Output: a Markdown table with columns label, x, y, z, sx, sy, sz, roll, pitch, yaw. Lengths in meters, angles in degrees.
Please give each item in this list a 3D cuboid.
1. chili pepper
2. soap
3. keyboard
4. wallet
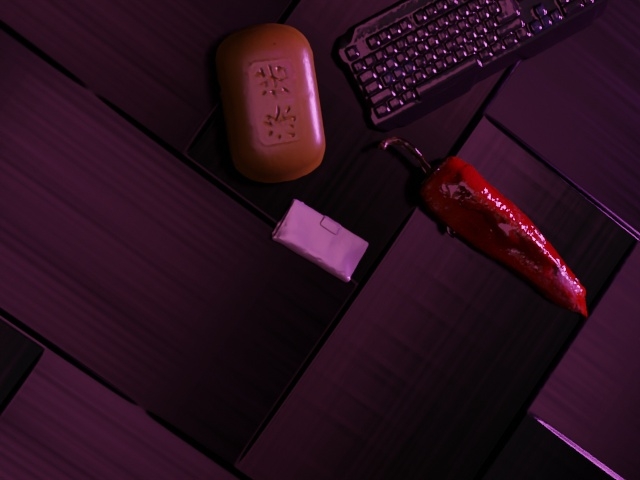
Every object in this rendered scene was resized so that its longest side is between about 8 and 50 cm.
| label | x | y | z | sx | sy | sz | roll | pitch | yaw |
| --- | --- | --- | --- | --- | --- | --- | --- | --- | --- |
| chili pepper | 0.160 | -0.012 | 1.246 | 0.268 | 0.050 | 0.059 | 41 | 66 | -13 |
| soap | -0.043 | -0.121 | 1.194 | 0.089 | 0.045 | 0.140 | -10 | 94 | -17 |
| keyboard | 0.143 | -0.200 | 1.251 | 0.262 | 0.016 | 0.106 | -29 | 98 | -11 |
| wallet | 0.000 | 0.000 | 1.225 | 0.083 | 0.011 | 0.044 | 31 | 84 | -12 |
